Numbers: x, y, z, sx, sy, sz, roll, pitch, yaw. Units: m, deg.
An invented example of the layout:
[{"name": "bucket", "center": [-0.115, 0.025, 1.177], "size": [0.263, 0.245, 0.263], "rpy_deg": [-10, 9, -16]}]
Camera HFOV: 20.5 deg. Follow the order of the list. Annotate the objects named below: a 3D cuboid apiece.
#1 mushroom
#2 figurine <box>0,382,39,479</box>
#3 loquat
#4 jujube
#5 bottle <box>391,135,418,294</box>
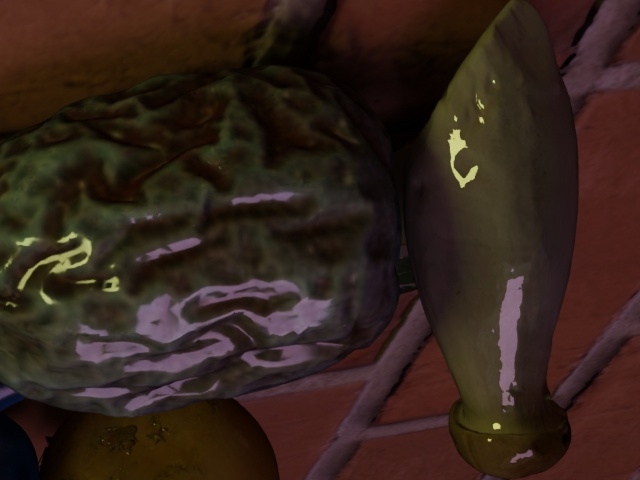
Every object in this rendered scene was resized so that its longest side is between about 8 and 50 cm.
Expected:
[{"name": "mushroom", "center": [0.128, 0.002, 1.274], "size": [0.128, 0.350, 0.128], "rpy_deg": [-5, -166, 1]}, {"name": "figurine", "center": [-0.351, 0.194, 1.425], "size": [0.243, 0.298, 0.416], "rpy_deg": [6, 166, 34]}, {"name": "loquat", "center": [-0.147, 0.236, 1.621], "size": [0.235, 0.235, 0.235], "rpy_deg": [-15, 154, -7]}, {"name": "jujube", "center": [-0.096, -0.001, 1.207], "size": [0.317, 0.226, 0.226], "rpy_deg": [-10, 153, -5]}, {"name": "bottle", "center": [0.000, 0.000, 1.378], "size": [0.253, 0.120, 0.120], "rpy_deg": [-16, 154, -5]}]
